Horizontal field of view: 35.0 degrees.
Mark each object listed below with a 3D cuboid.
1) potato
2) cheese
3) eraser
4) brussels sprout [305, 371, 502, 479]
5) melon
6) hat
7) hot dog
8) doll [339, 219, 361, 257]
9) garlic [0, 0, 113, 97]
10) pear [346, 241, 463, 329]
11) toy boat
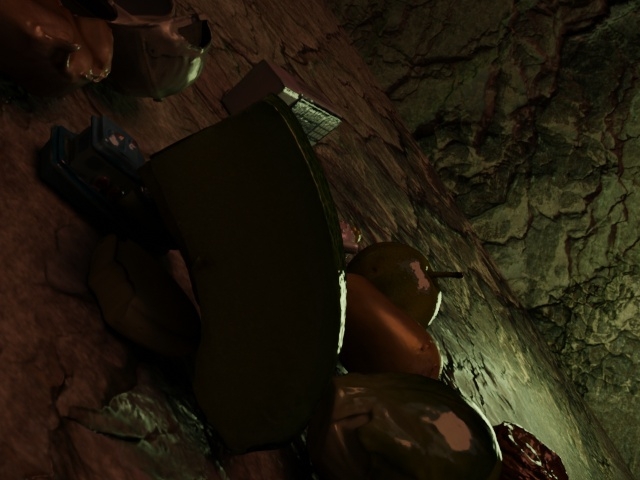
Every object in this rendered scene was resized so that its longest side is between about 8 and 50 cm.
[{"bbox_3d":[0.085,0.150,1.577,0.234,0.146,0.150,41,-28,8],"label":"potato"},{"bbox_3d":[-0.157,0.102,1.141,0.255,0.050,0.127,45,17,-26],"label":"cheese"},{"bbox_3d":[-0.072,-0.262,2.032,0.086,0.130,0.287,56,17,19],"label":"eraser"},{"bbox_3d":[0.099,0.266,1.266,0.271,0.210,0.219,26,22,-27],"label":"brussels sprout"},{"bbox_3d":[-0.080,0.039,1.104,0.226,0.331,0.344,-28,99,-32],"label":"melon"},{"bbox_3d":[-0.294,-0.307,1.483,0.275,0.161,0.232,31,15,10],"label":"hat"},{"bbox_3d":[0.390,0.445,1.851,0.259,0.114,0.175,51,17,-5],"label":"hot dog"},{"bbox_3d":[0.000,0.000,1.744,0.129,0.081,0.207,16,11,24],"label":"doll"},{"bbox_3d":[-0.358,-0.249,1.238,0.217,0.110,0.228,32,13,-25],"label":"garlic"},{"bbox_3d":[0.136,0.080,1.725,0.166,0.216,0.180,23,45,-57],"label":"pear"},{"bbox_3d":[-0.222,-0.060,1.223,0.238,0.098,0.109,41,23,-38],"label":"toy boat"}]
